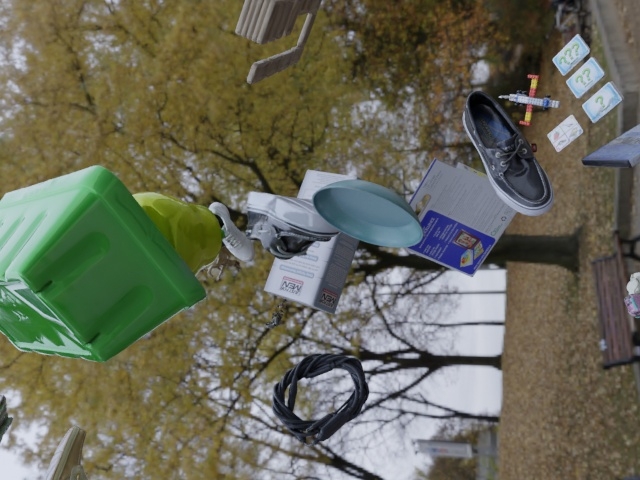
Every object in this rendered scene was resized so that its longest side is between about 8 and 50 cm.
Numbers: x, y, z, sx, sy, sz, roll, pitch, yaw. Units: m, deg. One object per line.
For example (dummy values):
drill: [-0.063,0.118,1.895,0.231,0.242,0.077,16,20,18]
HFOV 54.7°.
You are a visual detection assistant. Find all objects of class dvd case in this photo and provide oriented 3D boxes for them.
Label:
dvd case: [0.724,-0.232,1.354,0.022,0.253,0.180,59,178,-10]

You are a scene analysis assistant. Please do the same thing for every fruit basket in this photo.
fruit basket: [-0.323,0.006,0.974,0.283,0.392,0.392,58,-147,-26]

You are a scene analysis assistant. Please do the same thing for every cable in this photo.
cable: [0.002,0.283,1.153,0.184,0.150,0.047,-40,-34,-18]

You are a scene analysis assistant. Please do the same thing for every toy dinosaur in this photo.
toy dinosaur: [-0.264,0.046,1.593,0.093,0.053,0.183,-50,-26,-12]

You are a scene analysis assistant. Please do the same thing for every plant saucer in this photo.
plant saucer: [0.050,-0.030,0.632,0.021,0.119,0.119,-67,-28,-20]

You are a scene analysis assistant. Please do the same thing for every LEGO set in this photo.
LEGO set: [0.512,-0.301,1.365,0.060,0.244,0.182,-10,-114,-35]
LEGO set: [-0.082,0.151,1.226,0.023,0.054,0.083,42,-128,-9]

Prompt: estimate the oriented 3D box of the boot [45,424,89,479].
boot: [-0.461,0.527,1.272,0.203,0.095,0.262,20,-134,-24]

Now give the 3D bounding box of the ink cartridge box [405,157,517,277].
ink cartridge box: [0.398,-0.072,1.846,0.072,0.307,0.304,-83,19,-61]

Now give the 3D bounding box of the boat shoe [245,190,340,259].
boat shoe: [-0.052,-0.021,1.155,0.335,0.121,0.119,-161,78,-66]

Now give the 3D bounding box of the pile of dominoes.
pile of dominoes: [-0.048,-0.337,0.886,0.196,0.040,0.251,-65,-3,27]

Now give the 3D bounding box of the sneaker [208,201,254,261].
sneaker: [-0.202,-0.012,1.364,0.152,0.053,0.061,54,-169,-10]

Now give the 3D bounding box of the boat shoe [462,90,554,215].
boat shoe: [0.290,-0.144,0.968,0.076,0.080,0.229,52,-164,-62]

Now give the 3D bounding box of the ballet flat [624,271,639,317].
ballet flat: [0.823,0.128,1.592,0.221,0.077,0.079,-25,-89,-54]

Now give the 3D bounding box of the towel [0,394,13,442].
towel: [-0.556,0.351,0.729,0.317,0.331,0.053,-106,-4,-60]

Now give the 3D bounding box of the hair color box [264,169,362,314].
hair color box: [0.000,0.000,1.752,0.113,0.185,0.375,30,-104,-51]
